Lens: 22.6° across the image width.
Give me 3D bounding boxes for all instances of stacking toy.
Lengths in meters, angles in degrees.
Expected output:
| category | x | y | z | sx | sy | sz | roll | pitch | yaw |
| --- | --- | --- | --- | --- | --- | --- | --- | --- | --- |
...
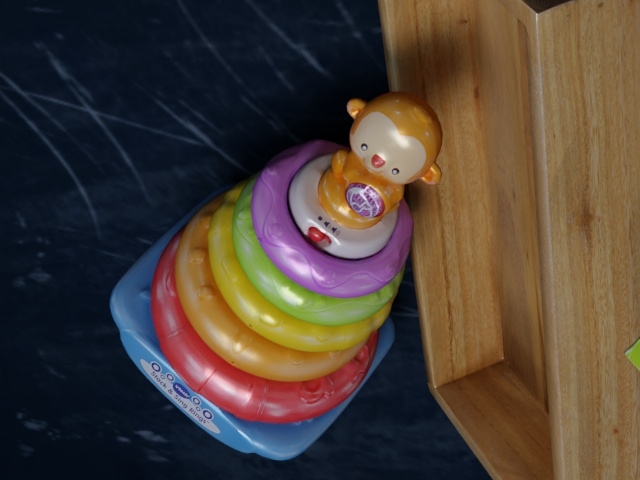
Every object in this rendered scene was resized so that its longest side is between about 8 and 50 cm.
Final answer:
| category | x | y | z | sx | sy | sz | roll | pitch | yaw |
| --- | --- | --- | --- | --- | --- | --- | --- | --- | --- |
| stacking toy | 0.000 | 0.000 | 1.006 | 0.175 | 0.166 | 0.302 | 42 | 145 | 2 |

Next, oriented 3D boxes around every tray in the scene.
| category | x | y | z | sx | sy | sz | roll | pitch | yaw |
| --- | --- | --- | --- | --- | --- | --- | --- | --- | --- |
| tray | 0.119 | -0.011 | 0.945 | 0.203 | 0.076 | 0.411 | -126 | 20 | -49 |

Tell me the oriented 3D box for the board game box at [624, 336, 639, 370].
| category | x | y | z | sx | sy | sz | roll | pitch | yaw |
| --- | --- | --- | --- | --- | --- | --- | --- | --- | --- |
| board game box | 0.336 | 0.013 | 0.698 | 0.233 | 0.078 | 0.347 | 48 | 117 | 18 |
